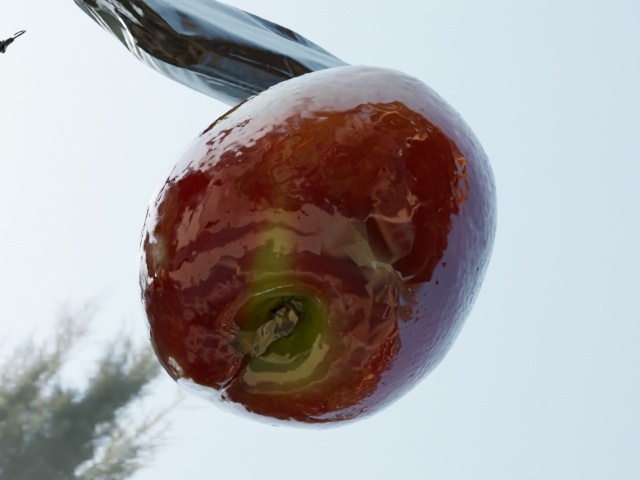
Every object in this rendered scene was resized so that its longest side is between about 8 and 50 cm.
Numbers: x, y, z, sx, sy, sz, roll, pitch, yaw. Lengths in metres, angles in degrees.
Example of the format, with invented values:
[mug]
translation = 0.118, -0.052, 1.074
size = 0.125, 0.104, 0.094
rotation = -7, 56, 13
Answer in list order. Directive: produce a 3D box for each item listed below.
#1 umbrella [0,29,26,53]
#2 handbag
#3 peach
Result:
[umbrella]
translation = -0.411, -0.224, 1.623
size = 0.022, 0.149, 0.022
rotation = 0, -56, 39
[handbag]
translation = -0.050, -0.146, 1.112
size = 0.192, 0.332, 0.075
rotation = 36, -77, 46
[peach]
translation = 0.000, 0.000, 0.741
size = 0.190, 0.226, 0.196
rotation = 12, -63, 8
